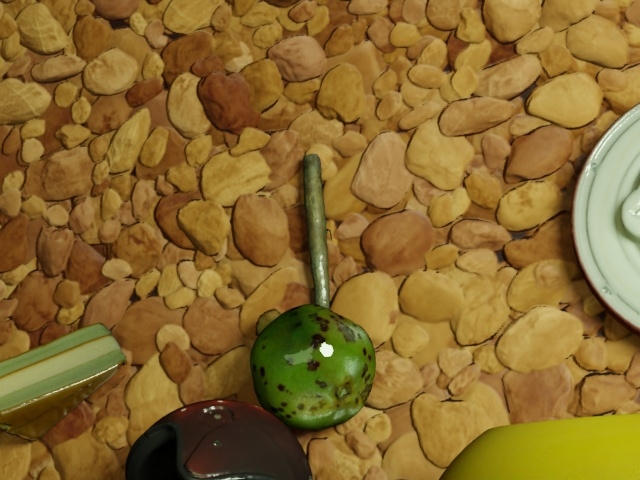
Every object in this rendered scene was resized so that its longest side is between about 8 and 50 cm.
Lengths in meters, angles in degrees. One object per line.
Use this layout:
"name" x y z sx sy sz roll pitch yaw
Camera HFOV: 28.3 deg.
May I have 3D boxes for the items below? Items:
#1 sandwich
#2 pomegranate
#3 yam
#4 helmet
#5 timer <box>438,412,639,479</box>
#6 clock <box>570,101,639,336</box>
"sandwich" -0.340 0.163 1.577 0.163 0.113 0.079 -39 61 5
"pomegranate" -0.027 0.138 1.448 0.169 0.122 0.143 35 116 27
"yam" -0.001 0.000 1.544 0.029 0.027 0.234 -3 68 -6
"helmet" -0.107 0.272 1.389 0.216 0.193 0.189 14 121 18
"timer" 0.254 0.351 1.129 0.376 0.376 0.387 -11 79 19
"clock" 0.423 -0.032 1.344 0.318 0.080 0.318 -8 69 20
